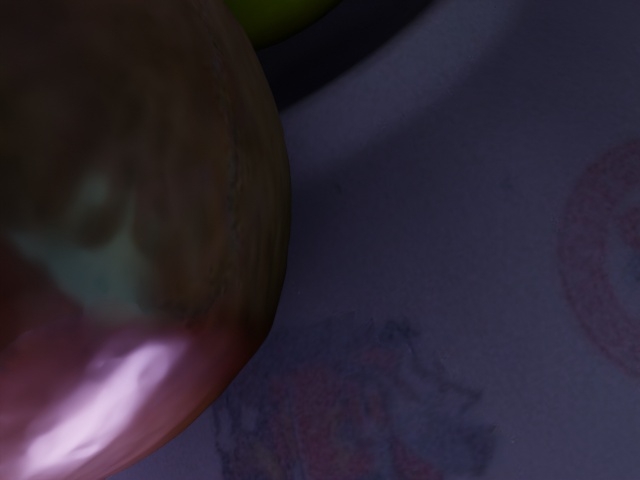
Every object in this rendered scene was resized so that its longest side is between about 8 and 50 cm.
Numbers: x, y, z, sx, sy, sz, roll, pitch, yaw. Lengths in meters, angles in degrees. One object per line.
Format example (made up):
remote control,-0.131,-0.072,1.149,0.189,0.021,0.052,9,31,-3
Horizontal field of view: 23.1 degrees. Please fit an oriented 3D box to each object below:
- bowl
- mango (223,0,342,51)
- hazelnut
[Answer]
bowl,0.031,-0.006,0.563,0.345,0.157,0.345,-29,-160,12
mango,-0.023,-0.173,0.546,0.273,0.149,0.185,-64,173,-53
hazelnut,-0.111,-0.005,0.405,0.214,0.176,0.214,-20,140,-18
